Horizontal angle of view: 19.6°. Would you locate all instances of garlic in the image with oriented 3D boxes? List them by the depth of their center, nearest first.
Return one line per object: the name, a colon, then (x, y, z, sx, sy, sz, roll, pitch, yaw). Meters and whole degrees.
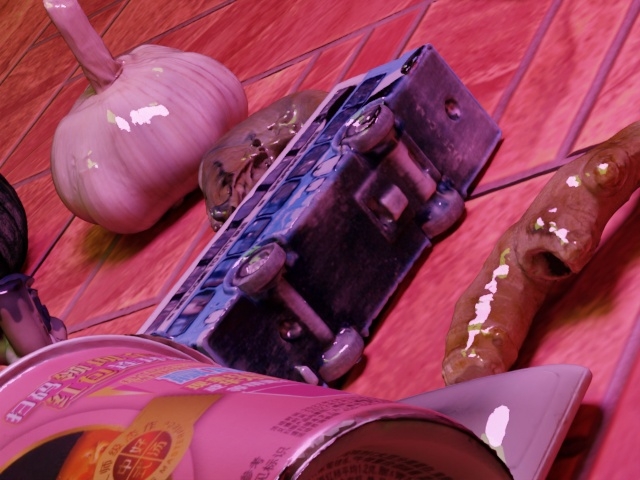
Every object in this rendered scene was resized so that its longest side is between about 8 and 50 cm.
garlic: (-0.192, -0.127, 1.664, 0.199, 0.226, 0.199, -29, 27, 16)

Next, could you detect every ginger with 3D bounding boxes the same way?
ginger: (0.164, -0.026, 1.083, 0.288, 0.075, 0.089, -48, -1, -4)

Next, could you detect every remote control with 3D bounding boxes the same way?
remote control: (0.016, 0.131, 1.053, 0.313, 0.055, 0.109, -18, 31, 45)

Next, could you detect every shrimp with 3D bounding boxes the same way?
shrimp: (-0.030, -0.062, 1.500, 0.145, 0.059, 0.254, -30, 18, 3)

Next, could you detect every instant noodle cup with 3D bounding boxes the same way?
instant noodle cup: (-0.037, 0.154, 0.861, 0.255, 0.244, 0.244, -6, 40, 54)

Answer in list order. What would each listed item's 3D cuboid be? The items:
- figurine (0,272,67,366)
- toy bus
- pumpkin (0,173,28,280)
figurine: (-0.311, 0.129, 1.534, 0.222, 0.145, 0.145, -30, 22, 2)
toy bus: (0.000, 0.000, 1.267, 0.131, 0.106, 0.297, -13, 33, 54)
pumpkin: (-0.391, 0.009, 1.822, 0.220, 0.162, 0.220, -39, 17, 15)
